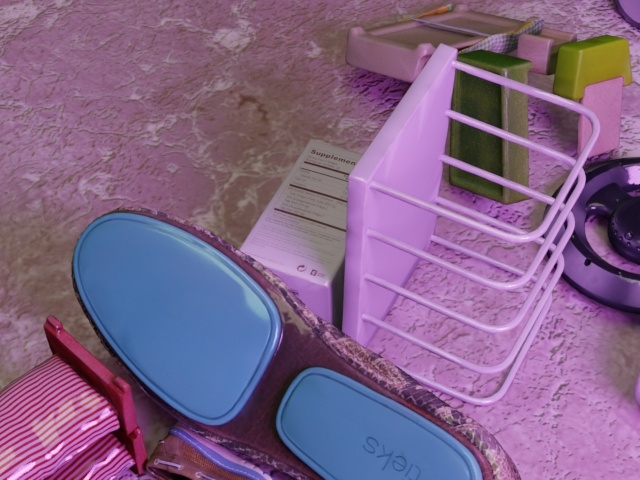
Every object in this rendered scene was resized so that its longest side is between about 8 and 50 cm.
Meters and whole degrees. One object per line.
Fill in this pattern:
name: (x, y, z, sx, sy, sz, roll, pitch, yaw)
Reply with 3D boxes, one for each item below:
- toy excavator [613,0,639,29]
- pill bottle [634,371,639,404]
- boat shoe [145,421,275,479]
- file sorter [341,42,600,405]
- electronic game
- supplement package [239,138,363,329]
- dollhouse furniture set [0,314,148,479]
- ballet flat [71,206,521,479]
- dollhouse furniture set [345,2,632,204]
toy excavator: (0.555, -0.314, 1.478, 0.222, 0.433, 0.445, -27, 21, -19)
pill bottle: (0.399, 0.152, 1.190, 0.193, 0.108, 0.108, 31, 57, 26)
boat shoe: (-0.085, 0.236, 1.181, 0.183, 0.066, 0.066, 27, 60, 36)
file sorter: (0.139, -0.001, 1.233, 0.173, 0.278, 0.193, 23, 54, 17)
electronic game: (0.351, -0.009, 1.372, 0.229, 0.048, 0.229, -3, 46, 4)
supplement package: (0.000, 0.000, 1.348, 0.105, 0.105, 0.179, 18, 52, 18)
dollhouse furniture set: (-0.362, 0.136, 1.219, 0.374, 0.152, 0.201, 34, 59, 28)
ballet flat: (-0.022, 0.135, 1.193, 0.483, 0.182, 0.164, 32, 91, 24)
dollhouse furniture set: (0.187, -0.171, 1.514, 0.197, 0.151, 0.301, -18, 26, -31)
